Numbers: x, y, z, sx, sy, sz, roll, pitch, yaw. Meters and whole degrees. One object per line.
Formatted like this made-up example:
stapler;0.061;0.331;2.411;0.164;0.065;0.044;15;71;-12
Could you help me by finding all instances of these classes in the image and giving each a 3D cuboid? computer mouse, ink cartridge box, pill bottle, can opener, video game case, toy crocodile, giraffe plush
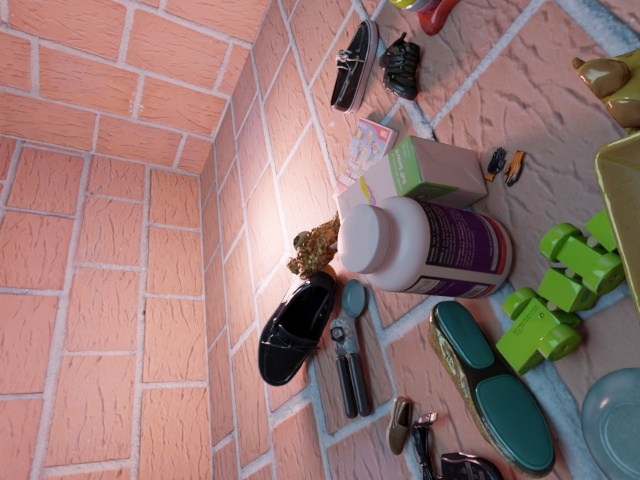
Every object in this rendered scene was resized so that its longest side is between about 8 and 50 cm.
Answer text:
computer mouse;0.279;0.439;0.836;0.262;0.060;0.183;124;140;-57
ink cartridge box;0.181;-0.090;0.990;0.353;0.207;0.119;-37;56;51
pill bottle;0.202;0.016;0.807;0.182;0.323;0.181;-25;61;56
can opener;0.090;0.357;1.194;0.076;0.095;0.283;-17;68;16
video game case;0.131;-0.231;1.308;0.204;0.025;0.284;48;124;54
toy crocodile;0.403;0.087;0.677;0.115;0.105;0.340;56;135;50
giraffe plush;0.487;-0.245;0.579;0.170;0.181;0.210;-40;14;37

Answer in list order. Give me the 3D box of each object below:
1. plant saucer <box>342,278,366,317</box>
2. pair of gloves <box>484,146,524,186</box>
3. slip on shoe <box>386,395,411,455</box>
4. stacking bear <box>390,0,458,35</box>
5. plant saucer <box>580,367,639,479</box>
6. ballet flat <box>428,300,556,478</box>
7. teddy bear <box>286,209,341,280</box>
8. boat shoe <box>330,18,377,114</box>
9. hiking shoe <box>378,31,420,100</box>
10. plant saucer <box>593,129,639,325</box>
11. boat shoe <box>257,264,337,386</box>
plant saucer;0.105;0.174;1.247;0.119;0.022;0.119;-24;62;57
pair of gloves;0.381;-0.153;0.857;0.083;0.010;0.074;40;119;60
slip on shoe;0.193;0.446;0.993;0.041;0.052;0.135;-12;65;62
stacking bear;0.203;-0.668;1.025;0.175;0.289;0.164;-48;43;45
plant saucer;0.457;0.279;0.580;0.195;0.038;0.194;-24;62;57
ballet flat;0.307;0.274;0.790;0.123;0.123;0.348;-59;36;34
teddy bear;0.000;0.000;1.228;0.245;0.338;0.113;-35;93;37
boat shoe;0.099;-0.584;1.376;0.113;0.105;0.305;38;116;57
hiking shoe;0.227;-0.484;1.142;0.114;0.086;0.226;-55;38;44
plant saucer;0.524;-0.006;0.442;0.333;0.081;0.332;-23;73;55
boat shoe;-0.085;0.301;1.376;0.156;0.187;0.499;-100;34;-68
